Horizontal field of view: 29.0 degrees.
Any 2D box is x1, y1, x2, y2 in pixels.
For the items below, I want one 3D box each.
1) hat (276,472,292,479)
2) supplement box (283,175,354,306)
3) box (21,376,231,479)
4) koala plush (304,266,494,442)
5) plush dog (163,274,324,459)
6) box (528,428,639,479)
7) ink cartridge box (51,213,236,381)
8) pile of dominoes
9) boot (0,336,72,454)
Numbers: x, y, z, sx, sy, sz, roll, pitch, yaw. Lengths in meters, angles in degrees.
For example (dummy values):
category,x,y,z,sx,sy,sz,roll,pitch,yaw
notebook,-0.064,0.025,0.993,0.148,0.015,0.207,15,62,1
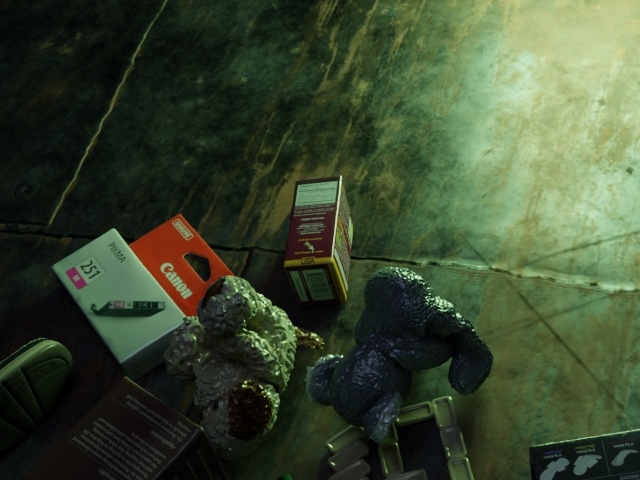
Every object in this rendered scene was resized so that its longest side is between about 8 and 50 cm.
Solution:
category,x,y,z,sx,sy,sz,roll,pitch,yaw
hat,0.007,0.430,1.613,0.183,0.173,0.208,19,71,-10
supplement box,0.000,0.000,1.972,0.081,0.104,0.188,-5,47,13
box,-0.259,0.334,1.699,0.168,0.167,0.203,28,61,34
koala plush,0.092,0.168,1.743,0.221,0.203,0.196,-48,47,-11
plush dog,-0.113,0.206,1.772,0.210,0.262,0.225,20,60,-15
box,0.340,0.352,1.449,0.163,0.247,0.142,-11,45,7
ink cartridge box,-0.276,0.071,2.022,0.239,0.060,0.275,-34,48,-13
pile of dominoes,0.111,0.337,1.695,0.196,0.040,0.251,-15,38,4
boot,-0.598,0.243,1.913,0.284,0.138,0.377,31,68,36
